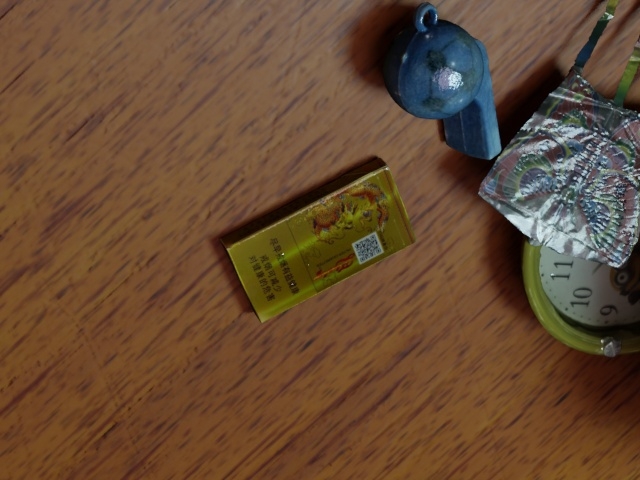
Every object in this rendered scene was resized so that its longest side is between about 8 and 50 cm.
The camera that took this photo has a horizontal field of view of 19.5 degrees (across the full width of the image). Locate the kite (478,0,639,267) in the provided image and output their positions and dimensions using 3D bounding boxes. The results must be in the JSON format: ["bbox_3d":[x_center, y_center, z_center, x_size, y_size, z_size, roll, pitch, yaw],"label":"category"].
[{"bbox_3d":[0.257,-0.122,1.592,0.152,0.015,0.285,28,93,-16],"label":"kite"}]

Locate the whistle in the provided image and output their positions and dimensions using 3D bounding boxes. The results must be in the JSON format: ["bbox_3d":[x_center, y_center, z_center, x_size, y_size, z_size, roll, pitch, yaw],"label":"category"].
[{"bbox_3d":[0.096,-0.124,1.525,0.090,0.090,0.158,-19,123,-12],"label":"whistle"}]

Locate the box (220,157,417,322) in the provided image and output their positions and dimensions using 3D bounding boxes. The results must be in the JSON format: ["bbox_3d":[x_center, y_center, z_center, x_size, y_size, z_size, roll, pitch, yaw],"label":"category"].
[{"bbox_3d":[0.000,0.000,1.589,0.156,0.022,0.089,-29,125,-6],"label":"box"}]

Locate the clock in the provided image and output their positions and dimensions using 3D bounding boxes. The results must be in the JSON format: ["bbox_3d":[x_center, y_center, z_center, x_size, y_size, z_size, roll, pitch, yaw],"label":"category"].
[{"bbox_3d":[0.278,-0.009,1.677,0.237,0.057,0.237,-9,117,-18],"label":"clock"}]
